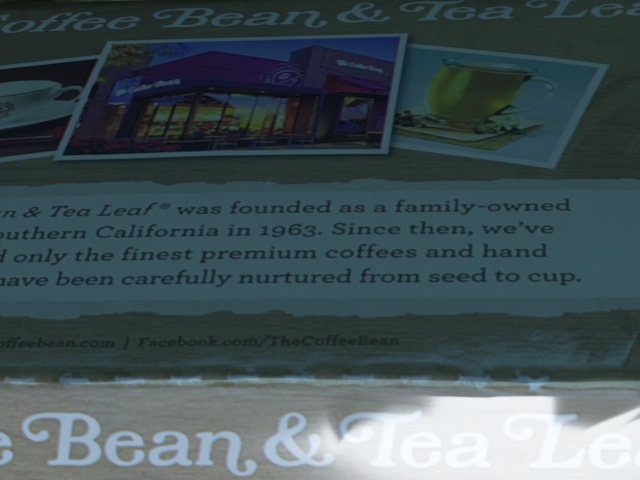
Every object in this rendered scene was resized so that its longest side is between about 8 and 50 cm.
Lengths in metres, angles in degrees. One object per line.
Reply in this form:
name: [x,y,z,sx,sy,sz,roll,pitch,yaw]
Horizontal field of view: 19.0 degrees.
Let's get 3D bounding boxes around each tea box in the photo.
tea box: [-0.013,0.104,0.632,0.329,0.220,0.323,-1,123,9]
